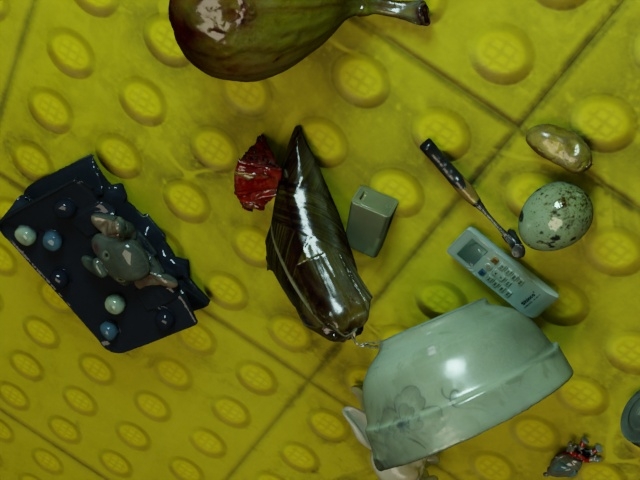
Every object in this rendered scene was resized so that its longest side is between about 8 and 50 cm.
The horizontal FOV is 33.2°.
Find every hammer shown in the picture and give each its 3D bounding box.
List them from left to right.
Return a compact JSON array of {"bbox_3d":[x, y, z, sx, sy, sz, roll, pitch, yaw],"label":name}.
[{"bbox_3d":[0.205,-0.058,1.447,0.021,0.078,0.201,-41,92,11],"label":"hammer"}]

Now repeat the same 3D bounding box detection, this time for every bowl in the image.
[{"bbox_3d":[0.187,0.186,1.514,0.307,0.307,0.163,-28,82,41],"label":"bowl"}]

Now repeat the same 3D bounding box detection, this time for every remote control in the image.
[{"bbox_3d":[0.258,0.044,1.520,0.162,0.029,0.061,40,133,-1],"label":"remote control"}]

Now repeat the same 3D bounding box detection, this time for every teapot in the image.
[{"bbox_3d":[0.503,0.261,1.532,0.091,0.092,0.124,33,144,-25],"label":"teapot"}]

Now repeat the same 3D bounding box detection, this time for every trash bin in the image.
[{"bbox_3d":[0.070,-0.026,1.553,0.061,0.043,0.092,23,138,9],"label":"trash bin"}]

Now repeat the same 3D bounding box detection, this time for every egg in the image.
[{"bbox_3d":[0.303,-0.029,1.394,0.085,0.085,0.110,37,139,-5],"label":"egg"}]

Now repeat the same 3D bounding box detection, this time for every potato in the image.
[{"bbox_3d":[0.302,-0.118,1.349,0.092,0.046,0.045,32,178,12],"label":"potato"}]

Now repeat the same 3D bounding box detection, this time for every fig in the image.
[{"bbox_3d":[-0.025,-0.283,1.310,0.321,0.217,0.217,8,135,-9],"label":"fig"}]

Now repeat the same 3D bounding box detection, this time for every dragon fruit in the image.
[{"bbox_3d":[-0.085,-0.078,1.551,0.063,0.097,0.131,22,134,7],"label":"dragon fruit"}]

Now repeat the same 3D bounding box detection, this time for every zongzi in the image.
[{"bbox_3d":[0.000,0.000,1.495,0.111,0.247,0.241,-13,128,-19],"label":"zongzi"}]

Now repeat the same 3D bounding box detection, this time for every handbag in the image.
[{"bbox_3d":[-0.351,0.031,1.777,0.269,0.118,0.325,-22,116,38],"label":"handbag"}]

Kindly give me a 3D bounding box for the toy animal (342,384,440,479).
[{"bbox_3d":[0.123,0.340,1.785,0.131,0.103,0.220,-2,126,31],"label":"toy animal"}]

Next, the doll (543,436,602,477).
[{"bbox_3d":[0.394,0.351,1.699,0.057,0.039,0.114,8,138,-38],"label":"doll"}]
